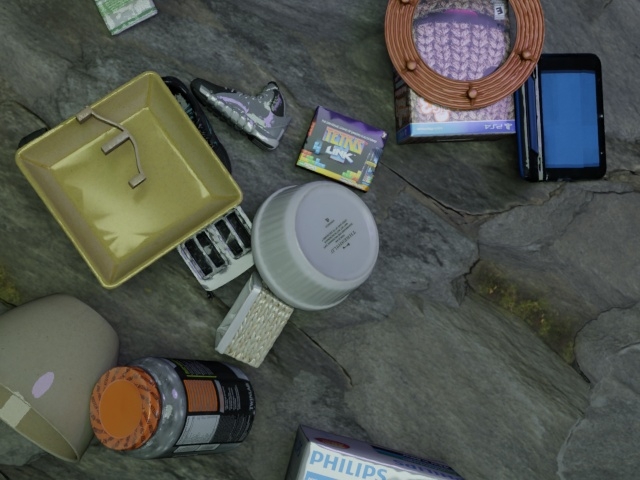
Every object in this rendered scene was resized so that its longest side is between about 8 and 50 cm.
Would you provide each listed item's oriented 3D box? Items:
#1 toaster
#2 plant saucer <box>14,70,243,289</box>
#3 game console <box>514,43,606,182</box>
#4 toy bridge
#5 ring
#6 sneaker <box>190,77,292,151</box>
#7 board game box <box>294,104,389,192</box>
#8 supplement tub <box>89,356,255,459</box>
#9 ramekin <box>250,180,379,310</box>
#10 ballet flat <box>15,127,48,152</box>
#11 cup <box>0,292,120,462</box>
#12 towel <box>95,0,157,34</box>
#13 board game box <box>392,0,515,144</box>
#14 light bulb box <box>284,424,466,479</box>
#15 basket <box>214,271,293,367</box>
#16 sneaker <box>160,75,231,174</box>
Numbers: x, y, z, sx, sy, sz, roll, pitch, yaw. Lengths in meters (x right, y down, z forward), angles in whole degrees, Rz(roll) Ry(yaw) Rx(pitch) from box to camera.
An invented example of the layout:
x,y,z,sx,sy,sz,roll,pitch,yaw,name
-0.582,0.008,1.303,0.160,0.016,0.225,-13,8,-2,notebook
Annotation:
x,y,z,sx,sy,sz,roll,pitch,yaw,name
-0.214,0.012,1.867,0.168,0.110,0.186,-33,93,-5,toaster
-0.380,-0.119,1.775,0.332,0.081,0.333,-35,88,-14,plant saucer
0.529,-0.279,1.935,0.173,0.250,0.293,-4,89,20,game console
-0.401,-0.192,1.731,0.063,0.026,0.188,-38,88,-16,toy bridge
0.299,-0.441,1.821,0.336,0.032,0.337,0,90,-2,ring
-0.160,-0.305,1.899,0.228,0.086,0.132,37,80,-15,sneaker
0.047,-0.199,1.932,0.170,0.048,0.141,20,88,-6,board game box
-0.287,0.328,1.735,0.193,0.316,0.194,-7,77,30,supplement tub
0.000,0.000,1.825,0.272,0.127,0.273,13,67,-31,ramekin
-0.505,-0.133,1.845,0.280,0.095,0.096,42,76,-5,ballet flat
-0.536,0.245,1.750,0.331,0.331,0.237,39,60,-5,cup
-0.429,-0.529,1.882,0.113,0.023,0.152,-27,96,0,towel
0.284,-0.363,1.915,0.232,0.141,0.291,-4,89,-7,board game box
0.081,0.614,1.835,0.357,0.225,0.361,16,87,-6,light bulb box
-0.138,0.170,1.860,0.103,0.113,0.167,30,100,-12,basket
-0.277,-0.227,1.866,0.101,0.106,0.267,-33,94,-7,sneaker
